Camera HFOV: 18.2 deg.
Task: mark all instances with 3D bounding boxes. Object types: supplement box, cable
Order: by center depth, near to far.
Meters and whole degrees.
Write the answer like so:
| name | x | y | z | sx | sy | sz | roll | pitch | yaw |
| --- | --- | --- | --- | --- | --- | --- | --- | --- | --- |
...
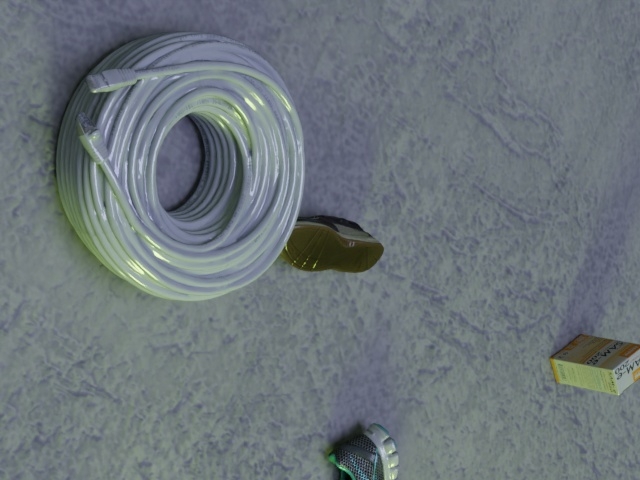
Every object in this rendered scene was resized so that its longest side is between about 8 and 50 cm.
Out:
| name | x | y | z | sx | sy | sz | roll | pitch | yaw |
| --- | --- | --- | --- | --- | --- | --- | --- | --- | --- |
| cable | -0.130 | -0.071 | 1.901 | 0.257 | 0.089 | 0.257 | -26 | 113 | -37 |
| supplement box | 0.326 | 0.144 | 2.330 | 0.062 | 0.098 | 0.036 | -33 | 117 | -34 |

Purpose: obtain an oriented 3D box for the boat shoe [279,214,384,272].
| name | x | y | z | sx | sy | sz | roll | pitch | yaw |
| --- | --- | --- | --- | --- | --- | --- | --- | --- | --- |
| boat shoe | 0.000 | 0.000 | 2.053 | 0.152 | 0.049 | 0.056 | 16 | 115 | -49 |

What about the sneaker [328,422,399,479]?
| name | x | y | z | sx | sy | sz | roll | pitch | yaw |
| --- | --- | --- | --- | --- | --- | --- | --- | --- | --- |
| sneaker | 0.049 | 0.281 | 2.138 | 0.076 | 0.065 | 0.167 | -18 | 105 | -22 |
